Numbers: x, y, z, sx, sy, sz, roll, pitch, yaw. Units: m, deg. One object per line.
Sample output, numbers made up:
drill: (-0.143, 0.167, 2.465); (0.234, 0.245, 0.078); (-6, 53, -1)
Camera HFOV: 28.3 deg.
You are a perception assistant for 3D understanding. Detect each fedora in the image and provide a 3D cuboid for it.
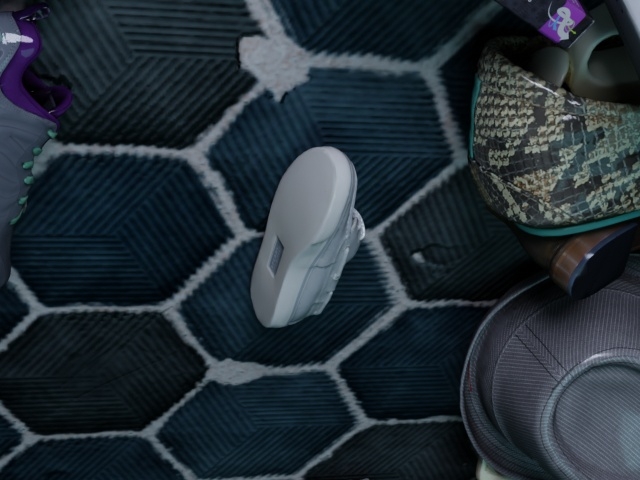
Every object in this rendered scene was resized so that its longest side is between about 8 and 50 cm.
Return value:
fedora: (0.255, 0.142, 1.095); (0.243, 0.124, 0.275); (-43, 122, 7)

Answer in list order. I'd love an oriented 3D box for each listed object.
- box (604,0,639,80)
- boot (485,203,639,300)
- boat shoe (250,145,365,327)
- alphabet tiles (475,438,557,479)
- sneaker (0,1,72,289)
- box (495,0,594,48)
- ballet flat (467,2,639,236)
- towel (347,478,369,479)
box: (0.253, -0.178, 0.741); (0.182, 0.181, 0.119); (-24, 179, 9)
boot: (0.231, -0.042, 0.986); (0.219, 0.106, 0.082); (-26, 143, -33)
boat shoe: (0.000, 0.000, 0.964); (0.063, 0.066, 0.184); (-8, 136, -28)
alphabet tiles: (0.261, 0.266, 1.238); (0.278, 0.021, 0.284); (4, 102, -25)
sneaker: (-0.206, -0.052, 0.836); (0.098, 0.083, 0.224); (-11, 136, -12)
box: (0.083, -0.189, 0.750); (0.162, 0.116, 0.029); (24, 123, -35)
ballet flat: (0.336, -0.128, 0.868); (0.482, 0.164, 0.182); (-11, 127, 0)
towel: (-0.077, 0.398, 1.339); (0.374, 0.090, 0.320); (-19, 134, 3)
